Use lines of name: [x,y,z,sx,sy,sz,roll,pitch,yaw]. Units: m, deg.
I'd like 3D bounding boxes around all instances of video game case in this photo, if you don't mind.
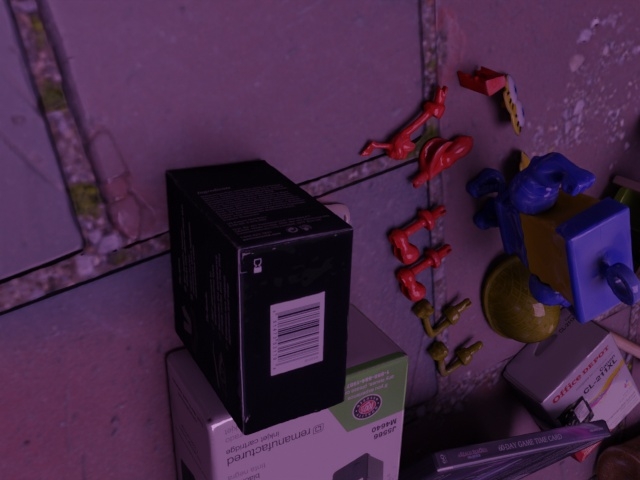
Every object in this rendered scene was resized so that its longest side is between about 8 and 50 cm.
video game case: [0.184,0.273,0.878,0.274,0.026,0.196,1,147,-32]

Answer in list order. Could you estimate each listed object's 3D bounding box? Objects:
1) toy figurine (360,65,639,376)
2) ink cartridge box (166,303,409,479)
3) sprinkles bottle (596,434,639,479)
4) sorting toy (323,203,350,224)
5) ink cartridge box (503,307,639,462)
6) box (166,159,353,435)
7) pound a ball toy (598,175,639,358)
toy figurine: [0.209,0.034,0.716,0.191,0.217,0.363,-31,126,-16]
ink cartridge box: [-0.031,0.223,0.724,0.198,0.115,0.273,-14,120,-26]
sprinkles bottle: [0.607,0.331,1.180,0.355,0.121,0.121,-13,119,-26]
sorting toy: [0.000,0.000,0.686,0.075,0.045,0.083,-26,127,-43]
ink cartridge box: [0.331,0.190,0.963,0.127,0.072,0.175,-44,129,-5]
box: [-0.053,0.036,0.587,0.093,0.158,0.156,-12,120,-26]
pound a ball toy: [0.448,0.078,0.942,0.319,0.136,0.208,23,100,-37]
